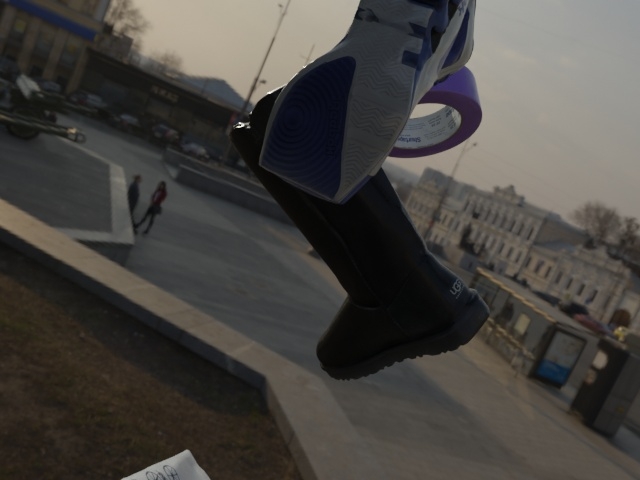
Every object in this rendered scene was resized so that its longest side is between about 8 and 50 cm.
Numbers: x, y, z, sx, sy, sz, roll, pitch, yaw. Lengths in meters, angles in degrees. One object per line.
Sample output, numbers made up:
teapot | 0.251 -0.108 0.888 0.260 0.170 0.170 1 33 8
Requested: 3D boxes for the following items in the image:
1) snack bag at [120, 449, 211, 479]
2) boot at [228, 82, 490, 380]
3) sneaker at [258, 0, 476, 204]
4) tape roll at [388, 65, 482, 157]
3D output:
snack bag | -0.073 0.366 0.653 0.342 0.037 0.323 47 -7 11
boot | 0.001 -0.001 1.026 0.445 0.367 0.146 49 47 -10
sneaker | 0.081 -0.177 0.656 0.127 0.316 0.182 31 8 21
tape roll | 0.221 -0.293 1.461 0.274 0.090 0.275 -3 -24 -1
